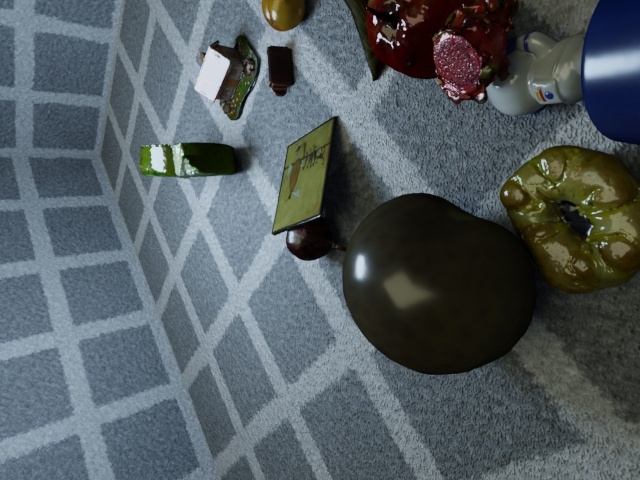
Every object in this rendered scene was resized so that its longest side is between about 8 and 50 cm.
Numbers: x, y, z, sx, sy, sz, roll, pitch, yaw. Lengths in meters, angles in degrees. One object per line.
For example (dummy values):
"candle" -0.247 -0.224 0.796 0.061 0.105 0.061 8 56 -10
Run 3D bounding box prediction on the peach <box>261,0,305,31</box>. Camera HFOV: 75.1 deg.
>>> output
"peach" -0.113 -0.721 1.291 0.138 0.138 0.138 11 105 48

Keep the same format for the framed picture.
"framed picture" -0.053 -0.196 1.292 0.255 0.014 0.338 -17 58 50

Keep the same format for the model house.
"model house" -0.376 -0.623 1.594 0.294 0.154 0.207 -51 58 40

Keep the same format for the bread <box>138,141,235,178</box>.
"bread" -0.524 -0.311 1.650 0.382 0.367 0.129 -157 65 -72

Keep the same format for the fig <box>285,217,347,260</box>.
"fig" -0.028 0.000 1.298 0.149 0.148 0.202 -46 42 5

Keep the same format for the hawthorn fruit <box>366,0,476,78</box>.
"hawthorn fruit" 0.204 -0.460 0.836 0.254 0.300 0.254 16 111 48

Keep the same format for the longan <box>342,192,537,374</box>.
"longan" 0.228 0.092 0.876 0.405 0.336 0.404 17 113 48

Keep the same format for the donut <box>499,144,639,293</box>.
"donut" 0.463 -0.043 0.742 0.208 0.128 0.261 -36 70 45

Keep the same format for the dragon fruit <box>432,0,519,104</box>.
"dragon fruit" 0.268 -0.344 0.718 0.133 0.150 0.207 25 101 40

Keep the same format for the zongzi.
"zongzi" 0.110 -0.509 0.988 0.111 0.248 0.241 22 116 27

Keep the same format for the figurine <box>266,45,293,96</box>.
"figurine" -0.149 -0.564 1.405 0.098 0.082 0.154 11 106 62

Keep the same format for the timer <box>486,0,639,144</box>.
"timer" 0.435 -0.284 0.674 0.383 0.271 0.270 25 116 60
